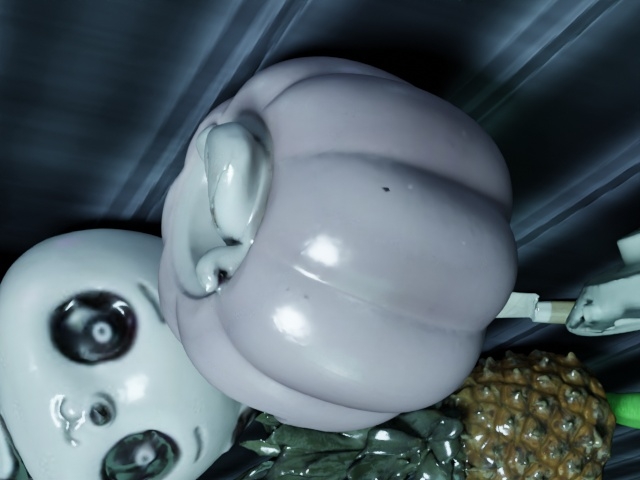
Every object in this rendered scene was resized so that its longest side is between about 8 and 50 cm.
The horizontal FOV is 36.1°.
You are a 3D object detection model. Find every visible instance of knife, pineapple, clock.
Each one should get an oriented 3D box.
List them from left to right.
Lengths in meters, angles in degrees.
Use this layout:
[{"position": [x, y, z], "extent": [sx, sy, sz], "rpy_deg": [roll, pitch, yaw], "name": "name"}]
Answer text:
[{"position": [0.080, 0.166, 0.866], "extent": [0.364, 0.166, 0.165], "rpy_deg": [4, 155, -19], "name": "pineapple"}, {"position": [0.166, 0.055, 0.805], "extent": [0.297, 0.017, 0.047], "rpy_deg": [1, 154, -2], "name": "knife"}, {"position": [0.252, -0.006, 0.579], "extent": [0.236, 0.053, 0.236], "rpy_deg": [-20, 178, -1], "name": "clock"}]

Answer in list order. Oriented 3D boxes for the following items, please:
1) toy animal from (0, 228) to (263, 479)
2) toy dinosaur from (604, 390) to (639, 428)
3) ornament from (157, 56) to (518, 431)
[{"position": [-0.162, 0.087, 0.635], "extent": [0.235, 0.187, 0.165], "rpy_deg": [-9, -164, 21], "name": "toy animal"}, {"position": [0.470, 0.073, 0.849], "extent": [0.374, 0.144, 0.500], "rpy_deg": [-28, -166, -18], "name": "toy dinosaur"}, {"position": [0.000, 0.000, 0.469], "extent": [0.177, 0.178, 0.177], "rpy_deg": [-3, 156, -1], "name": "ornament"}]
